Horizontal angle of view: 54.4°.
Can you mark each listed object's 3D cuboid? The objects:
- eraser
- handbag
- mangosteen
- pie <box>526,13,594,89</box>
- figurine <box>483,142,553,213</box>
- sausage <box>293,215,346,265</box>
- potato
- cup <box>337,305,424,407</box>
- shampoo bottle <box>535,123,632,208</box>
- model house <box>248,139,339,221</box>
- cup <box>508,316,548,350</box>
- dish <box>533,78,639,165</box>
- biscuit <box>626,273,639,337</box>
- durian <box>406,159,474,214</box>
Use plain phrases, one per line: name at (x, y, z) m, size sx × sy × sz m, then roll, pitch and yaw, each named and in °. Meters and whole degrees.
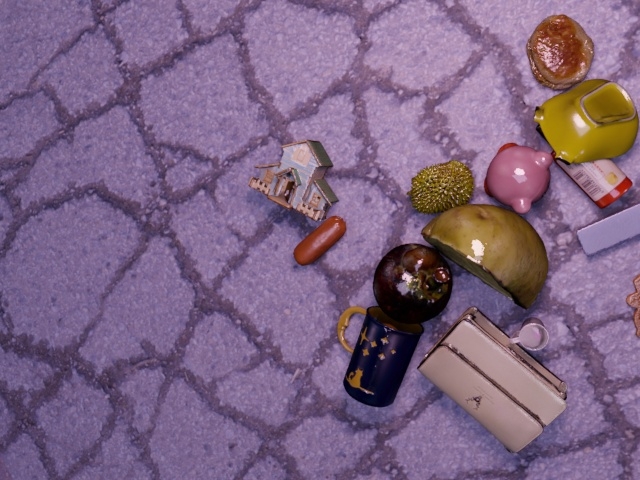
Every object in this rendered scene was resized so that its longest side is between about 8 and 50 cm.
eraser at (0.802, -0.037, 1.657) m, size 0.225 × 0.036 × 0.082 m, roll -27°, pitch 88°, yaw 19°
handbag at (0.478, 0.395, 1.751) m, size 0.358 × 0.160 × 0.237 m, roll 41°, pitch 114°, yaw 10°
mangosteen at (0.268, 0.121, 1.722) m, size 0.231 × 0.289 × 0.231 m, roll 0°, pitch 89°, yaw -10°
pie at (0.631, -0.499, 1.642) m, size 0.163 × 0.079 × 0.193 m, roll -24°, pitch 87°, yaw 14°
figurine at (0.530, -0.170, 1.662) m, size 0.173 × 0.173 × 0.173 m, roll 2°, pitch 97°, yaw 18°
sausage at (0.000, 0.000, 1.904) m, size 0.197 × 0.076 × 0.076 m, roll -41°, pitch 83°, yaw 16°
potato at (0.443, -0.011, 1.626) m, size 0.330 × 0.280 × 0.213 m, roll 36°, pitch 91°, yaw 28°
cup at (0.166, 0.330, 1.869) m, size 0.178 × 0.255 × 0.256 m, roll 13°, pitch 106°, yaw -22°
shampoo bottle at (0.683, -0.217, 1.640) m, size 0.104 × 0.104 × 0.278 m, roll -44°, pitch 82°, yaw 17°
model house at (-0.061, -0.203, 1.851) m, size 0.271 × 0.178 × 0.206 m, roll 29°, pitch 103°, yaw 16°
cup at (0.574, 0.259, 1.723) m, size 0.104 × 0.116 × 0.074 m, roll -23°, pitch 90°, yaw 18°
dish at (0.687, -0.315, 1.560) m, size 0.262 × 0.108 × 0.221 m, roll -20°, pitch 75°, yaw -14°
biscuit at (0.893, 0.173, 1.657) m, size 0.133 × 0.027 × 0.184 m, roll -16°, pitch 92°, yaw 18°
durian at (0.333, -0.141, 1.733) m, size 0.198 × 0.159 × 0.146 m, roll -25°, pitch 83°, yaw 19°
